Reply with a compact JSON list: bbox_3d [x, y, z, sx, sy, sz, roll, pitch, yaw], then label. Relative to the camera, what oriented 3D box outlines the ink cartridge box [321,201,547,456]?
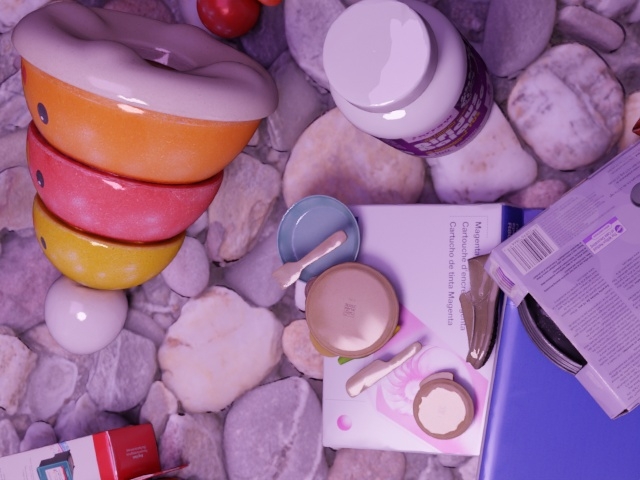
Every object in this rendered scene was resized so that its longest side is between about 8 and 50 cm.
[{"bbox_3d":[0.165,0.114,1.519,0.330,0.071,0.324,-1,86,20],"label":"ink cartridge box"}]

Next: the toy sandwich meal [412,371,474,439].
[{"bbox_3d":[0.153,0.208,1.469,0.086,0.029,0.085,1,93,15],"label":"toy sandwich meal"}]

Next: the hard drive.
[{"bbox_3d":[0.310,0.222,1.443,0.210,0.040,0.318,9,89,-2],"label":"hard drive"}]

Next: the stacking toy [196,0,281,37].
[{"bbox_3d":[-0.037,-0.400,1.592,0.330,0.141,0.141,-38,76,20],"label":"stacking toy"}]

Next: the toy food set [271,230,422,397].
[{"bbox_3d":[0.038,0.091,1.503,0.132,0.038,0.192,-34,82,12],"label":"toy food set"}]

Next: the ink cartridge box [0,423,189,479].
[{"bbox_3d":[-0.316,0.310,1.630,0.231,0.134,0.078,-16,82,16],"label":"ink cartridge box"}]

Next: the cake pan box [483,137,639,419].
[{"bbox_3d":[0.365,0.046,1.400,0.267,0.070,0.245,-36,74,-15],"label":"cake pan box"}]

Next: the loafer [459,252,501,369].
[{"bbox_3d":[0.196,0.086,1.451,0.050,0.056,0.148,8,79,15],"label":"loafer"}]

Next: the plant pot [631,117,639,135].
[{"bbox_3d":[0.542,-0.170,1.324,0.236,0.267,0.267,35,98,4],"label":"plant pot"}]

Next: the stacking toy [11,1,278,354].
[{"bbox_3d":[-0.277,-0.051,1.584,0.351,0.351,0.479,24,110,18],"label":"stacking toy"}]

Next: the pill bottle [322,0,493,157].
[{"bbox_3d":[0.106,-0.199,1.430,0.169,0.301,0.169,-1,87,18],"label":"pill bottle"}]

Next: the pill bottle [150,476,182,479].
[{"bbox_3d":[-0.245,0.388,1.558,0.121,0.216,0.121,-1,86,18],"label":"pill bottle"}]

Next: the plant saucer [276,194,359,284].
[{"bbox_3d":[0.000,0.000,1.537,0.119,0.021,0.119,-1,88,24],"label":"plant saucer"}]
